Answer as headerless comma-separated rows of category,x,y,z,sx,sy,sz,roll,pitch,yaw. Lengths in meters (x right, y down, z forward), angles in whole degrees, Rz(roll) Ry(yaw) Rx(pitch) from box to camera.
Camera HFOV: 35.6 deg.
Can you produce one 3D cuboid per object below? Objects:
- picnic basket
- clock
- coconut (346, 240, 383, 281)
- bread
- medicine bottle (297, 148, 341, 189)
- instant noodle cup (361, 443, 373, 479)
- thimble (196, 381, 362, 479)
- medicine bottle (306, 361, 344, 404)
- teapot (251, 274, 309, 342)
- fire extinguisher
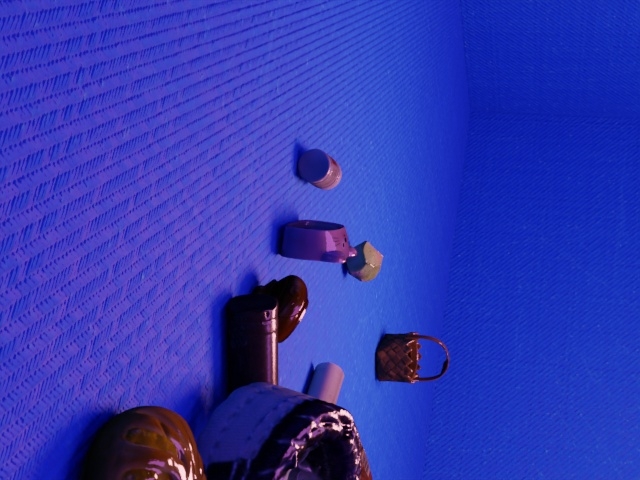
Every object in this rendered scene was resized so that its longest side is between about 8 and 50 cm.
picnic basket,0.237,0.300,2.535,0.138,0.179,0.128,-57,147,-63
clock,0.000,0.000,1.647,0.153,0.110,0.050,-25,122,-75
coconut,0.090,0.047,2.094,0.082,0.081,0.083,43,31,-17
bread,-0.177,0.273,1.040,0.213,0.105,0.213,1,90,-77
medicine bottle,-0.001,-0.121,1.713,0.091,0.058,0.058,24,71,-75
instant noodle cup,0.035,0.497,1.911,0.274,0.091,0.273,-13,90,-75
thimble,-0.053,0.307,1.314,0.237,0.150,0.237,-25,124,-46
medicine bottle,-0.009,0.321,1.806,0.231,0.059,0.059,-69,158,-50
teapot,-0.072,0.102,1.483,0.098,0.078,0.129,-34,-158,56
fire extinguisher,-0.096,0.214,1.401,0.089,0.072,0.267,-68,159,-74
